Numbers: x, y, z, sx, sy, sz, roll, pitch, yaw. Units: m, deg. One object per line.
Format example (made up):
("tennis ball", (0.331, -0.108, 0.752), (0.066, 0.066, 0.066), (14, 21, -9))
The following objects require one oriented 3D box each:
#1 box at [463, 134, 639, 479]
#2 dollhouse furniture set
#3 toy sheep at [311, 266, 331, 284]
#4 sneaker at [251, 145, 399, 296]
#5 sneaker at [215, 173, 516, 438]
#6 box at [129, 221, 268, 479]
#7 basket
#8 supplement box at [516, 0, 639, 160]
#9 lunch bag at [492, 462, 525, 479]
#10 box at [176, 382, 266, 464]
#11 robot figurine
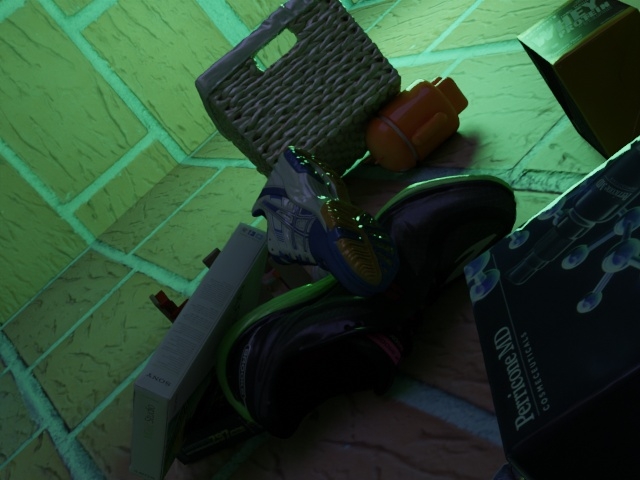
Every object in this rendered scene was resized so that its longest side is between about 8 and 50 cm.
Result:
("box", (0.349, 0.045, 0.791), (0.395, 0.212, 0.293), (-40, 20, 19))
("dollhouse furniture set", (-0.172, 0.074, 1.749), (0.259, 0.135, 0.262), (-42, 21, -8))
("toy sheep", (0.032, 0.049, 1.538), (0.132, 0.091, 0.091), (-29, 23, 39))
("sneaker", (0.000, 0.000, 1.245), (0.131, 0.112, 0.296), (-54, 36, 17))
("sneaker", (0.087, 0.100, 1.285), (0.483, 0.185, 0.202), (-39, 42, 2))
("box", (-0.171, 0.158, 1.349), (0.232, 0.059, 0.322), (105, -168, -48))
("basket", (-0.029, -0.278, 1.883), (0.328, 0.266, 0.331), (-41, -11, -4))
("supplement box", (0.404, -0.234, 1.346), (0.129, 0.191, 0.194), (-35, 21, 11))
("lunch bag", (0.191, 0.255, 0.875), (0.053, 0.071, 0.083), (-27, 23, 32))
("box", (-0.132, 0.226, 1.483), (0.183, 0.059, 0.232), (-27, 25, 27))
("robot figurine", (0.174, -0.216, 1.784), (0.219, 0.128, 0.158), (-41, 57, -6))
